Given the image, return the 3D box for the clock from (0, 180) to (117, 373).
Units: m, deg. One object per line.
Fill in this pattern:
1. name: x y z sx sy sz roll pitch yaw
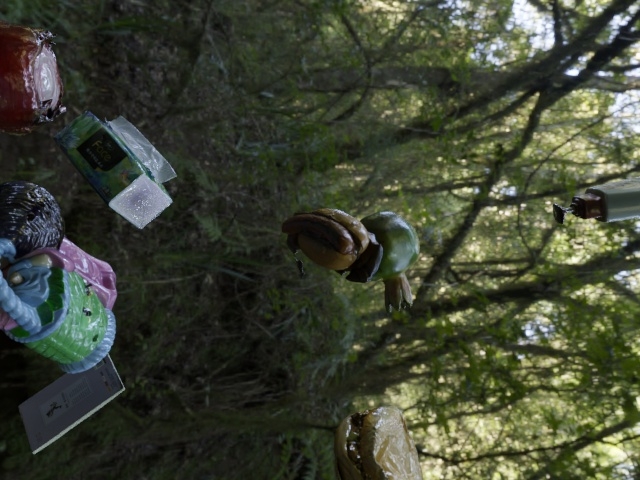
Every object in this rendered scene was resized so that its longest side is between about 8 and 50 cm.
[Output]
1. clock: -0.329 0.038 0.678 0.194 0.100 0.195 -116 -179 -50

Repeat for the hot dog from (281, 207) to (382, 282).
1. hot dog: 0.004 -0.005 1.522 0.326 0.107 0.194 10 -115 35

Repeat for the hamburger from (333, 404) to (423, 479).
1. hamburger: 0.106 0.390 0.979 0.108 0.214 0.213 -27 -124 20

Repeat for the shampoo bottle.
1. shampoo bottle: 0.568 -0.072 1.087 0.153 0.285 0.071 -125 -155 -75

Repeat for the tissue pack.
1. tissue pack: -0.223 -0.086 0.644 0.111 0.079 0.085 46 -6 17

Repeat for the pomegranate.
1. pomegranate: 0.199 0.062 1.699 0.301 0.236 0.236 68 -25 11

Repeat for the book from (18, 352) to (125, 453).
1. book: -0.449 0.284 1.029 0.127 0.182 0.014 38 -22 45

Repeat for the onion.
1. onion: -0.878 -0.446 1.588 0.341 0.342 0.340 179 -90 -69
